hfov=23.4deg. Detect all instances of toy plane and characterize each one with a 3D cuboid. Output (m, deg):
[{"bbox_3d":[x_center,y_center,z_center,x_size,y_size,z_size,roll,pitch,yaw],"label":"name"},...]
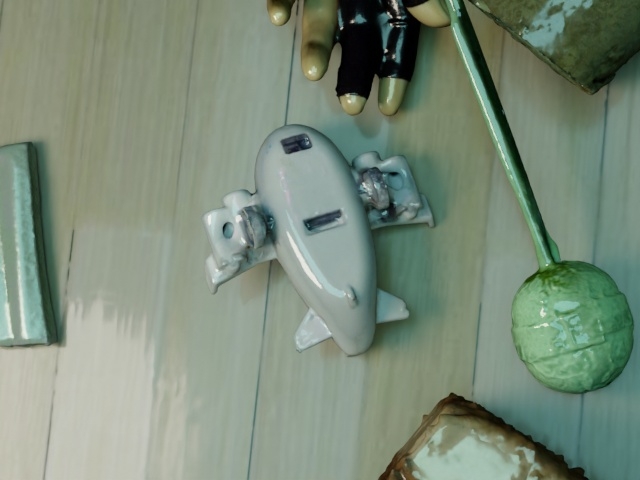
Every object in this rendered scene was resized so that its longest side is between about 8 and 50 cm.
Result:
[{"bbox_3d":[0.000,0.000,1.558,0.245,0.117,0.244,2,75,-6],"label":"toy plane"}]

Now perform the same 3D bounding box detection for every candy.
[{"bbox_3d":[0.194,-0.062,1.506,0.119,0.119,0.440,-20,89,6],"label":"candy"}]

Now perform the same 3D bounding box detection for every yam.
[{"bbox_3d":[0.302,-0.290,1.516,0.304,0.168,0.168,-45,79,1],"label":"yam"}]

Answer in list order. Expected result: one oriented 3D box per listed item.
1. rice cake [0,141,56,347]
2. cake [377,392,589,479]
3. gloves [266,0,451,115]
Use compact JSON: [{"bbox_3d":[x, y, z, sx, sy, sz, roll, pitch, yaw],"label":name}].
[{"bbox_3d":[-0.333,0.007,1.643,0.080,0.042,0.221,-9,83,6],"label":"rice cake"},{"bbox_3d":[0.139,0.319,1.419,0.256,0.282,0.290,36,86,4],"label":"cake"},{"bbox_3d":[0.034,-0.274,1.564,0.197,0.152,0.301,-5,93,35],"label":"gloves"}]
